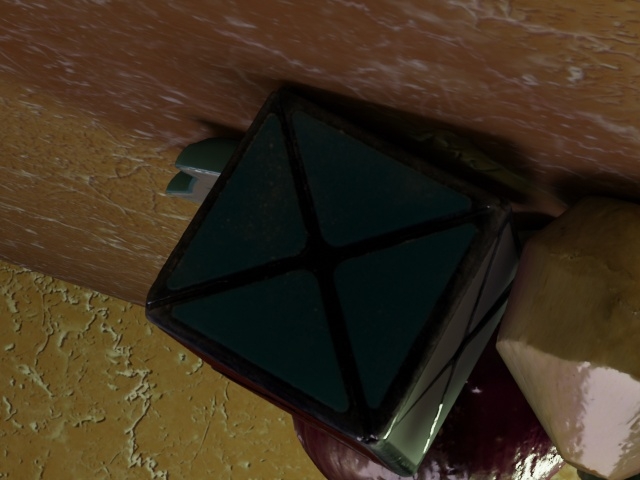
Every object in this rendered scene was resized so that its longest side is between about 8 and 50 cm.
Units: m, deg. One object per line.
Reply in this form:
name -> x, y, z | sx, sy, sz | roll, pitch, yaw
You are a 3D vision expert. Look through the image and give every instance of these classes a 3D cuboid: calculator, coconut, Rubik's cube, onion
calculator -> 0.023, -0.032, 1.760 | 0.386, 0.054, 0.256 | 18, 170, -6
coconut -> 0.276, 0.095, 1.420 | 0.259, 0.259, 0.259 | 18, 170, 3
Rubik's cube -> 0.022, 0.042, 1.464 | 0.259, 0.260, 0.255 | 26, 170, 15
onion -> 0.127, 0.214, 1.786 | 0.347, 0.385, 0.348 | 4, -153, -2

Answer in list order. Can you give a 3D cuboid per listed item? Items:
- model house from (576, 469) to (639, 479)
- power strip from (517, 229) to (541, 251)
model house -> 0.377, 0.214, 1.585 | 0.194, 0.325, 0.267 | 21, 140, -15
power strip -> 0.306, 0.050, 1.639 | 0.265, 0.059, 0.193 | 20, 165, -29
